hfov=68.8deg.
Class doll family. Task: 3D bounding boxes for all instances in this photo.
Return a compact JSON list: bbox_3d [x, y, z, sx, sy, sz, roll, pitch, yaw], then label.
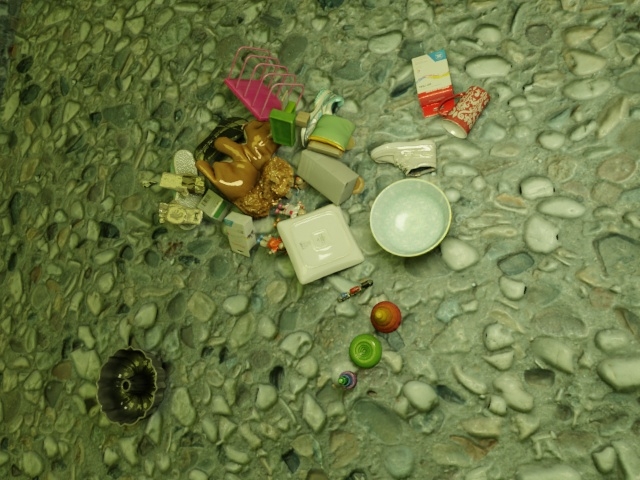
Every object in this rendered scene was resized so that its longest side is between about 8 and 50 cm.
[{"bbox_3d":[-0.129,-0.033,1.942,0.163,0.118,0.263,15,66,30],"label":"doll family"}]

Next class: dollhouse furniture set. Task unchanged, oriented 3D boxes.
[{"bbox_3d":[-0.023,-0.467,1.834,0.301,0.151,0.198,17,62,9],"label":"dollhouse furniture set"}]

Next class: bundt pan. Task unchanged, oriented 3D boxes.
[{"bbox_3d":[-0.805,0.628,2.032,0.330,0.124,0.331,-5,76,20],"label":"bundt pan"}]

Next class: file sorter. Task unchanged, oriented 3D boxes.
[{"bbox_3d":[-0.238,-0.683,2.033,0.291,0.202,0.182,50,131,23],"label":"file sorter"}]

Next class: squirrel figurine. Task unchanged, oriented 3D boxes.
[{"bbox_3d":[-0.268,-0.312,1.994,0.397,0.281,0.370,42,84,14],"label":"squirrel figurine"}]

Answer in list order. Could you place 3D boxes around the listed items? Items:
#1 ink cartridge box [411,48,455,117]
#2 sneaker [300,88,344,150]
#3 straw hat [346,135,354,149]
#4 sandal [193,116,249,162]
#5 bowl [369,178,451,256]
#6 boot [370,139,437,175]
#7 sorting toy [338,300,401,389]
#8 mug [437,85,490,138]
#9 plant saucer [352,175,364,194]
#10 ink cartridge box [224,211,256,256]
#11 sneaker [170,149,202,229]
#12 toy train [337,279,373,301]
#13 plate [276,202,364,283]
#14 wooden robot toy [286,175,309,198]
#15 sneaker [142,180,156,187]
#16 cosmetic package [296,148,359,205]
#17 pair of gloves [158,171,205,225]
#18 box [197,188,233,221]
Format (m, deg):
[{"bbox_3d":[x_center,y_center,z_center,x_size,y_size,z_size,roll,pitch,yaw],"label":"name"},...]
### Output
[{"bbox_3d":[0.450,-0.621,1.853,0.134,0.078,0.231,-12,74,19],"label":"ink cartridge box"},{"bbox_3d":[0.009,-0.507,1.984,0.122,0.110,0.283,21,86,21],"label":"sneaker"},{"bbox_3d":[0.071,-0.411,1.957,0.144,0.144,0.061,59,139,22],"label":"straw hat"},{"bbox_3d":[-0.454,-0.459,2.157,0.302,0.086,0.120,-40,73,-3],"label":"sandal"},{"bbox_3d":[0.341,-0.068,1.726,0.289,0.156,0.290,-5,76,20],"label":"bowl"},{"bbox_3d":[0.323,-0.310,1.820,0.258,0.095,0.123,-6,69,19],"label":"boot"},{"bbox_3d":[0.163,0.383,1.710,0.127,0.126,0.366,31,89,24],"label":"sorting toy"},{"bbox_3d":[0.540,-0.499,1.763,0.150,0.113,0.169,37,89,-12],"label":"mug"},{"bbox_3d":[0.139,-0.231,1.919,0.083,0.015,0.083,-5,76,21],"label":"plant saucer"},{"bbox_3d":[-0.339,-0.026,2.003,0.104,0.181,0.061,18,44,24],"label":"ink cartridge box"},{"bbox_3d":[-0.631,-0.229,2.181,0.150,0.135,0.366,-3,87,64],"label":"sneaker"},{"bbox_3d":[0.133,0.194,1.812,0.158,0.036,0.027,-31,69,13],"label":"toy train"},{"bbox_3d":[0.000,0.000,1.839,0.278,0.045,0.277,-20,72,-12],"label":"plate"},{"bbox_3d":[-0.094,-0.251,1.980,0.173,0.079,0.076,-32,69,11],"label":"wooden robot toy"},{"bbox_3d":[-0.843,-0.278,2.308,0.083,0.032,0.037,2,92,27],"label":"sneaker"},{"bbox_3d":[0.026,-0.266,1.887,0.238,0.127,0.107,38,49,16],"label":"cosmetic package"},{"bbox_3d":[-0.612,-0.186,2.068,0.204,0.042,0.240,2,82,2],"label":"pair of gloves"},{"bbox_3d":[-0.473,-0.157,2.101,0.102,0.087,0.101,35,92,24],"label":"box"}]
